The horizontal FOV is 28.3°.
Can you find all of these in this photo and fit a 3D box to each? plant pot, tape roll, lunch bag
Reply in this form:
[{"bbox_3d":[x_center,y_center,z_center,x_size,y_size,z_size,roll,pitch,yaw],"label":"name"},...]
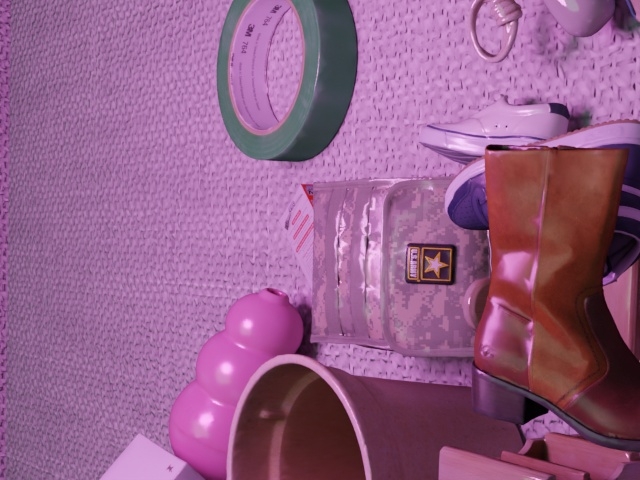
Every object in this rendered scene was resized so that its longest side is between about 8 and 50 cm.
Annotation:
[{"bbox_3d":[0.090,0.313,1.676,0.334,0.305,0.333,-3,86,55],"label":"plant pot"},{"bbox_3d":[-0.062,-0.292,2.110,0.321,0.077,0.321,0,90,56],"label":"tape roll"},{"bbox_3d":[0.125,0.033,1.704,0.287,0.169,0.235,0,88,49],"label":"lunch bag"}]

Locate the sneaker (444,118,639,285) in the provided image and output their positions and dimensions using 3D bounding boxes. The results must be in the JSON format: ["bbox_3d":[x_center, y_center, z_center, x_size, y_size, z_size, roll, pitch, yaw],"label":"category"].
[{"bbox_3d":[0.238,-0.021,1.368,0.282,0.099,0.153,-19,51,44],"label":"sneaker"}]

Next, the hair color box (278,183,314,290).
[{"bbox_3d":[0.000,0.000,2.035,0.093,0.053,0.167,-58,47,39],"label":"hair color box"}]

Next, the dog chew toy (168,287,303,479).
[{"bbox_3d":[-0.124,0.237,2.098,0.206,0.207,0.332,33,108,51],"label":"dog chew toy"}]

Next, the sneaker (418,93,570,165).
[{"bbox_3d":[0.235,-0.144,1.682,0.258,0.094,0.091,12,78,52],"label":"sneaker"}]

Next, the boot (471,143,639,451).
[{"bbox_3d":[0.276,0.049,1.225,0.264,0.096,0.280,11,102,35],"label":"boot"}]

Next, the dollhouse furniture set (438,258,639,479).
[{"bbox_3d":[0.290,0.109,1.432,0.362,0.256,0.394,5,94,55],"label":"dollhouse furniture set"}]

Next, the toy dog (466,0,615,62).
[{"bbox_3d":[0.271,-0.402,1.602,0.220,0.161,0.333,-20,88,51],"label":"toy dog"}]

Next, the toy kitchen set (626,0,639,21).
[{"bbox_3d":[0.412,-0.367,1.436,0.207,0.166,0.122,-40,48,3],"label":"toy kitchen set"}]

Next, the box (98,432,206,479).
[{"bbox_3d":[-0.218,0.511,2.043,0.215,0.345,0.168,-50,32,-16],"label":"box"}]
